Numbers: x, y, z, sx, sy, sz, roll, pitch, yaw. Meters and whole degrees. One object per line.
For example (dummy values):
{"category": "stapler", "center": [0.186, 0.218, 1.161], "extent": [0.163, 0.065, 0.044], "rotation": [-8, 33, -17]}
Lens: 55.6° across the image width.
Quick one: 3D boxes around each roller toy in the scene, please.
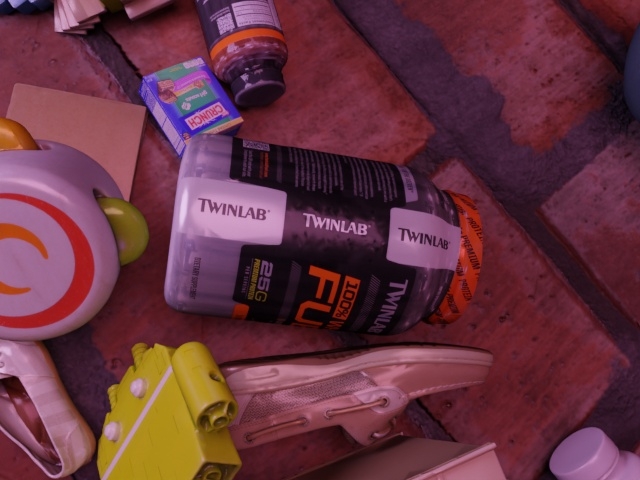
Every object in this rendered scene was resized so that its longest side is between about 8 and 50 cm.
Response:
{"category": "roller toy", "center": [-0.308, -0.006, 0.645], "extent": [0.209, 0.146, 0.191], "rotation": [32, 104, -20]}

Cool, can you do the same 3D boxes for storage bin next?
{"category": "storage bin", "center": [0.038, 0.303, 0.618], "extent": [0.260, 0.262, 0.123], "rotation": [-17, 80, -17]}

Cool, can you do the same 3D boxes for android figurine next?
{"category": "android figurine", "center": [-0.165, 0.217, 0.610], "extent": [0.056, 0.273, 0.248], "rotation": [21, 110, -38]}

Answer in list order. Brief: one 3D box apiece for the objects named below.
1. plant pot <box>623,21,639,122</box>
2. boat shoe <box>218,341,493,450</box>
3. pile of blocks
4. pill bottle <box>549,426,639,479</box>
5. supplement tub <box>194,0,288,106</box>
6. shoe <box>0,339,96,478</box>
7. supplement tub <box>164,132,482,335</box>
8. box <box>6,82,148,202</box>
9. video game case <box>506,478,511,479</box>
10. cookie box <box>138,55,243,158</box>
{"category": "plant pot", "center": [0.584, -0.260, 0.920], "extent": [0.290, 0.195, 0.290], "rotation": [3, 76, -13]}
{"category": "boat shoe", "center": [0.042, 0.185, 0.731], "extent": [0.341, 0.121, 0.110], "rotation": [-5, 82, -4]}
{"category": "pile of blocks", "center": [-0.352, -0.338, 0.738], "extent": [0.362, 0.112, 0.149], "rotation": [-1, 98, -7]}
{"category": "pill bottle", "center": [0.387, 0.337, 0.772], "extent": [0.112, 0.112, 0.187], "rotation": [-41, 88, -19]}
{"category": "supplement tub", "center": [-0.106, -0.282, 0.810], "extent": [0.106, 0.106, 0.198], "rotation": [-13, 81, -16]}
{"category": "shoe", "center": [-0.326, 0.162, 0.660], "extent": [0.076, 0.058, 0.219], "rotation": [-37, 89, 13]}
{"category": "supplement tub", "center": [0.000, 0.000, 0.712], "extent": [0.337, 0.207, 0.207], "rotation": [8, 75, -11]}
{"category": "box", "center": [-0.315, -0.088, 0.756], "extent": [0.164, 0.021, 0.201], "rotation": [9, 74, -11]}
{"category": "video game case", "center": [0.221, 0.372, 0.734], "extent": [0.143, 0.019, 0.157], "rotation": [12, 63, 13]}
{"category": "cookie box", "center": [-0.169, -0.175, 0.795], "extent": [0.091, 0.040, 0.107], "rotation": [-31, 86, -30]}
